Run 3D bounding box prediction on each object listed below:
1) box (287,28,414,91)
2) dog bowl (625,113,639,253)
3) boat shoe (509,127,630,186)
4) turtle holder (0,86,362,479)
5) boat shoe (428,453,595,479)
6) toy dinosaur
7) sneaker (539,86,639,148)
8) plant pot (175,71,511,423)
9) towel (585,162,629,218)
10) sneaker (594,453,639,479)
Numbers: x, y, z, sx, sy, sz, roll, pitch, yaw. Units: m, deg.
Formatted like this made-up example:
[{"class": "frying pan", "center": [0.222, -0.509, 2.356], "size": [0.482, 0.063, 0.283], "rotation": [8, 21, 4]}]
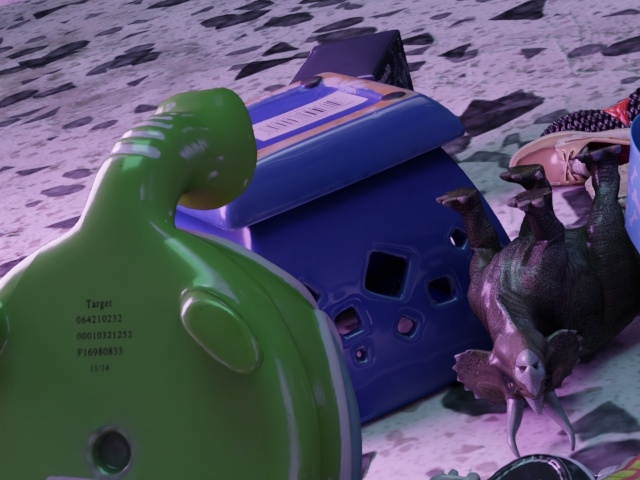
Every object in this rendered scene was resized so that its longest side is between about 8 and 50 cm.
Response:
[{"class": "box", "center": [0.039, -0.098, 1.819], "size": [0.093, 0.158, 0.156], "rotation": [-10, 20, 15]}, {"class": "dog bowl", "center": [0.299, 0.011, 1.281], "size": [0.166, 0.074, 0.297], "rotation": [3, 31, -16]}, {"class": "boat shoe", "center": [0.239, -0.075, 1.761], "size": [0.135, 0.050, 0.045], "rotation": [-12, 13, 10]}, {"class": "turtle holder", "center": [-0.099, 0.093, 1.152], "size": [0.243, 0.320, 0.227], "rotation": [-31, -14, 19]}, {"class": "boat shoe", "center": [0.089, 0.179, 1.055], "size": [0.113, 0.105, 0.306], "rotation": [-6, 21, 28]}, {"class": "toy dinosaur", "center": [0.174, 0.026, 1.395], "size": [0.121, 0.160, 0.313], "rotation": [-3, 15, 35]}, {"class": "sneaker", "center": [0.285, -0.103, 1.820], "size": [0.161, 0.057, 0.075], "rotation": [-27, -22, 17]}, {"class": "plant pot", "center": [0.000, 0.000, 1.483], "size": [0.236, 0.212, 0.236], "rotation": [-23, 19, -20]}, {"class": "towel", "center": [0.308, -0.053, 1.679], "size": [0.148, 0.027, 0.110], "rotation": [-15, 17, 3]}, {"class": "sneaker", "center": [0.192, 0.144, 1.036], "size": [0.094, 0.081, 0.208], "rotation": [-30, 2, 18]}]
